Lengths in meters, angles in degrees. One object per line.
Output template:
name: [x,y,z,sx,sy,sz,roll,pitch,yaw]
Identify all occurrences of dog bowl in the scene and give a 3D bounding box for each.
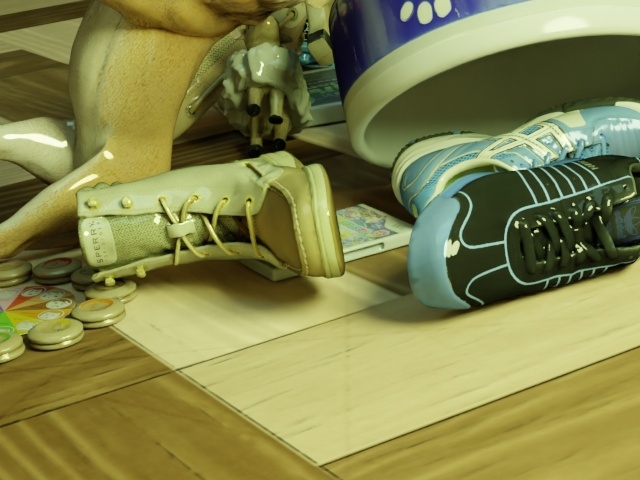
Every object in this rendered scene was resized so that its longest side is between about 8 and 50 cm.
dog bowl: [0.141,-0.145,1.106,0.265,0.104,0.265,-11,-16,-3]

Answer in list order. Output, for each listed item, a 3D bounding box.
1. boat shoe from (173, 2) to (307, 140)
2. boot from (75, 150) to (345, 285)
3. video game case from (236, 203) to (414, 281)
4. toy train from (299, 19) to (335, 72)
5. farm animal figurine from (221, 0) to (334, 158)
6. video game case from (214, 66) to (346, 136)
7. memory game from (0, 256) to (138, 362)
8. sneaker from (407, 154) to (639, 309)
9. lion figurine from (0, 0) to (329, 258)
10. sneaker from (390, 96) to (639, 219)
boat shoe: [-0.078,-0.209,1.475,0.341,0.110,0.122,-39,16,-33]
boot: [-0.078,-0.009,0.978,0.165,0.077,0.213,-9,14,-12]
video game case: [0.000,0.000,1.065,0.122,0.011,0.087,-15,20,-25]
toy train: [-0.067,-0.219,1.602,0.184,0.080,0.105,3,-20,-2]
farm animal figurine: [0.049,-0.245,1.272,0.330,0.327,0.172,-8,45,6]
video game case: [-0.005,-0.148,1.494,0.190,0.022,0.173,-10,19,-13]
memory game: [-0.217,0.045,0.998,0.186,0.012,0.186,-6,18,2]
sneaker: [0.154,-0.012,0.940,0.090,0.081,0.232,2,18,43]
lion figurine: [-0.141,-0.124,1.088,0.240,0.392,0.142,9,34,-41]
sneaker: [0.159,-0.048,1.073,0.211,0.080,0.081,-15,24,4]
